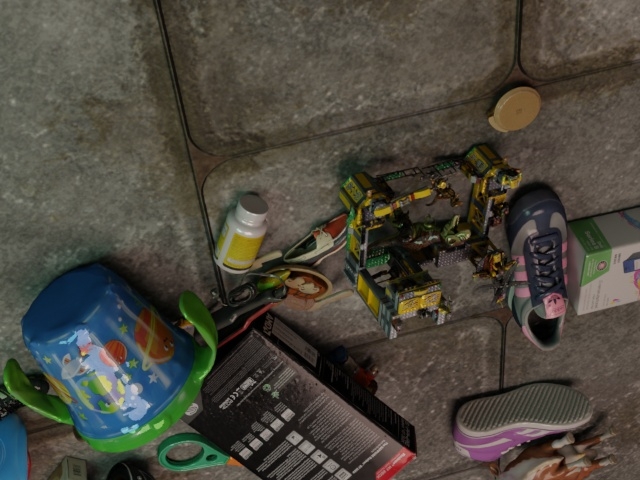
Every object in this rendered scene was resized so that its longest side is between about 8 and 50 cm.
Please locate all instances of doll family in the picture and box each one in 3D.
[{"bbox_3d":[0.006,0.324,1.969,0.263,0.118,0.163,-31,132,13],"label":"doll family"}]

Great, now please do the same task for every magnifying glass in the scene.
[{"bbox_3d":[-0.199,0.410,2.047,0.231,0.026,0.092,12,126,-30],"label":"magnifying glass"}]

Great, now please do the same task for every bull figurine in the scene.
[{"bbox_3d":[0.492,0.464,2.244,0.188,0.101,0.310,-33,160,37],"label":"bull figurine"}]

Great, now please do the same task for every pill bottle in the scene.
[{"bbox_3d":[-0.119,-0.011,1.647,0.065,0.065,0.116,5,130,-24],"label":"pill bottle"}]

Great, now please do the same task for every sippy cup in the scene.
[{"bbox_3d":[-0.329,0.165,1.645,0.305,0.240,0.224,-42,125,-12],"label":"sippy cup"}]

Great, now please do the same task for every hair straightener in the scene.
[{"bbox_3d":[-0.135,0.108,1.720,0.089,0.047,0.230,30,140,-28],"label":"hair straightener"}]

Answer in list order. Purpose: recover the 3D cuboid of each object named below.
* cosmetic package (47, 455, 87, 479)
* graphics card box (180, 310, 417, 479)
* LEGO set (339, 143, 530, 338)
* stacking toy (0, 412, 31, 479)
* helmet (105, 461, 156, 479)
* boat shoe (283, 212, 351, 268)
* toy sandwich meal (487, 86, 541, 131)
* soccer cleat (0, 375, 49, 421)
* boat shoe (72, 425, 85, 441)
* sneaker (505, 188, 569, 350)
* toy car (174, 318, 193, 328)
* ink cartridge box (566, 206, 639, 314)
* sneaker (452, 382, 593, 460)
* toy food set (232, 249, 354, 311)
[{"bbox_3d":[-0.472,0.453,1.965,0.041,0.060,0.115,22,120,-32],"label":"cosmetic package"},{"bbox_3d":[-0.044,0.310,1.855,0.371,0.094,0.233,38,113,-14],"label":"graphics card box"},{"bbox_3d":[0.189,0.009,1.649,0.331,0.192,0.255,-8,130,-26],"label":"LEGO set"},{"bbox_3d":[-0.580,0.438,1.866,0.165,0.175,0.302,-3,144,-13],"label":"stacking toy"},{"bbox_3d":[-0.360,0.499,1.967,0.161,0.169,0.169,-27,143,-36],"label":"helmet"},{"bbox_3d":[0.000,0.000,1.715,0.043,0.049,0.137,31,121,-36],"label":"boat shoe"},{"bbox_3d":[0.295,-0.202,1.642,0.085,0.029,0.086,-11,130,-13],"label":"toy sandwich meal"},{"bbox_3d":[-0.530,0.274,1.765,0.178,0.072,0.060,-16,135,-5],"label":"soccer cleat"},{"bbox_3d":[-0.341,0.283,1.856,0.190,0.068,0.072,-36,148,22],"label":"boat shoe"},{"bbox_3d":[0.387,0.056,1.843,0.112,0.131,0.319,-16,135,-4],"label":"sneaker"},{"bbox_3d":[-0.235,0.189,1.801,0.040,0.060,0.122,6,132,-40],"label":"toy car"},{"bbox_3d":[0.540,0.029,1.901,0.212,0.093,0.154,-13,134,-10],"label":"ink cartridge box"},{"bbox_3d":[0.402,0.376,2.187,0.282,0.102,0.161,-5,140,-5],"label":"sneaker"},{"bbox_3d":[-0.045,0.082,1.750,0.132,0.039,0.192,-23,142,39],"label":"toy food set"}]
